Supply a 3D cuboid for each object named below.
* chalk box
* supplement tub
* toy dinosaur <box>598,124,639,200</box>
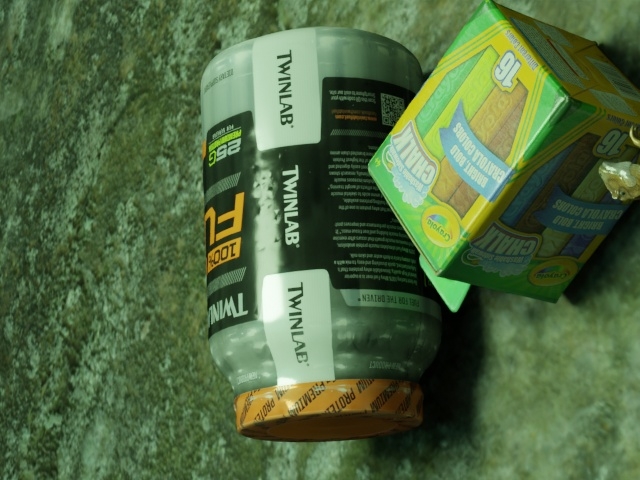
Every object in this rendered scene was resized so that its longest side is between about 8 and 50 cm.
[{"bbox_3d":[0.134,-0.046,1.199,0.213,0.132,0.132,-55,44,23],"label":"chalk box"},{"bbox_3d":[0.000,0.000,1.338,0.193,0.193,0.316,-24,64,50],"label":"supplement tub"},{"bbox_3d":[0.259,-0.056,1.028,0.211,0.064,0.112,-171,74,-66],"label":"toy dinosaur"}]
